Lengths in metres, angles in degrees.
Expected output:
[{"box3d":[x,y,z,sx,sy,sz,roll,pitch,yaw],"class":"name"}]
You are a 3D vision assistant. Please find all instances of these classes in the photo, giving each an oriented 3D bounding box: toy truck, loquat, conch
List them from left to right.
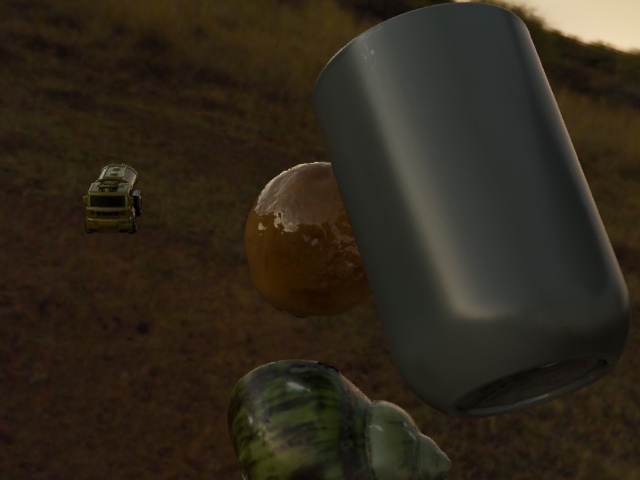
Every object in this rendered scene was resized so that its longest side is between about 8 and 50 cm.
[{"box3d":[-0.204,-0.039,0.993,0.049,0.054,0.083,1,22,-3],"class":"toy truck"},{"box3d":[0.000,0.000,1.473,0.238,0.238,0.193,18,-5,-1],"class":"loquat"},{"box3d":[0.018,0.199,0.926,0.181,0.187,0.124,-17,23,-10],"class":"conch"}]

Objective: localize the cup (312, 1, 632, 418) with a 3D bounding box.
[{"box3d":[0.126,-0.019,0.857,0.205,0.205,0.312,6,59,-40],"class":"cup"}]
